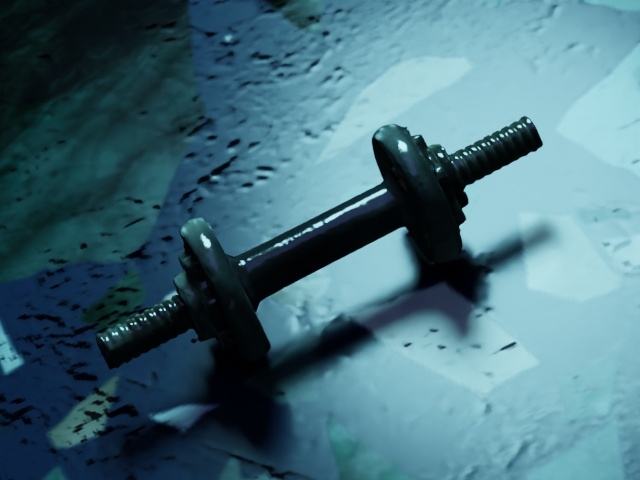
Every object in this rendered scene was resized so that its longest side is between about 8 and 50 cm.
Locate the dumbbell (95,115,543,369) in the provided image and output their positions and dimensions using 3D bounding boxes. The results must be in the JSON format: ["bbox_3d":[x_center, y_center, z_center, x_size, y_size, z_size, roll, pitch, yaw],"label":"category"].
[{"bbox_3d":[0.000,0.000,0.978,0.254,0.081,0.081,-28,49,-6],"label":"dumbbell"}]
